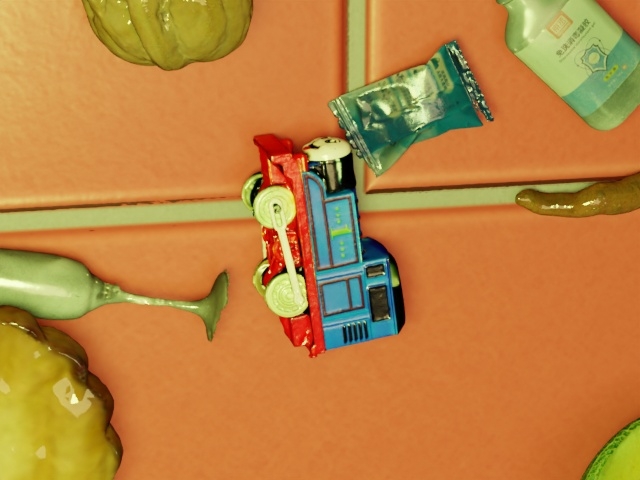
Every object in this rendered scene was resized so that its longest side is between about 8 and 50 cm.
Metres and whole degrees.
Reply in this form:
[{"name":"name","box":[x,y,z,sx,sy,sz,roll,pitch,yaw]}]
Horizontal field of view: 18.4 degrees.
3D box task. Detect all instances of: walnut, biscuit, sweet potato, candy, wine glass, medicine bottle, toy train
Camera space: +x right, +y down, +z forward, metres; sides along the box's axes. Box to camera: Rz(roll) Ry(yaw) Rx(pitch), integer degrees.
[{"name":"walnut","box":[-0.136,-0.228,1.733,0.166,0.149,0.166,8,129,10]},{"name":"biscuit","box":[-0.344,0.189,1.802,0.326,0.107,0.325,-3,114,-7]},{"name":"sweet potato","box":[0.277,-0.043,1.933,0.179,0.044,0.044,-12,107,-10]},{"name":"candy","box":[0.086,-0.121,1.868,0.136,0.038,0.088,-26,106,4]},{"name":"wine glass","box":[-0.219,0.045,1.825,0.262,0.074,0.074,8,103,-14]},{"name":"medicine bottle","box":[0.226,-0.197,1.871,0.208,0.054,0.090,41,94,-20]},{"name":"toy train","box":[0.000,0.000,1.856,0.131,0.083,0.204,-11,109,-10]}]

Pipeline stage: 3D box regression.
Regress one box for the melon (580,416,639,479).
[{"name":"melon","box":[0.364,0.261,2.003,0.265,0.129,0.169,22,77,-15]}]
